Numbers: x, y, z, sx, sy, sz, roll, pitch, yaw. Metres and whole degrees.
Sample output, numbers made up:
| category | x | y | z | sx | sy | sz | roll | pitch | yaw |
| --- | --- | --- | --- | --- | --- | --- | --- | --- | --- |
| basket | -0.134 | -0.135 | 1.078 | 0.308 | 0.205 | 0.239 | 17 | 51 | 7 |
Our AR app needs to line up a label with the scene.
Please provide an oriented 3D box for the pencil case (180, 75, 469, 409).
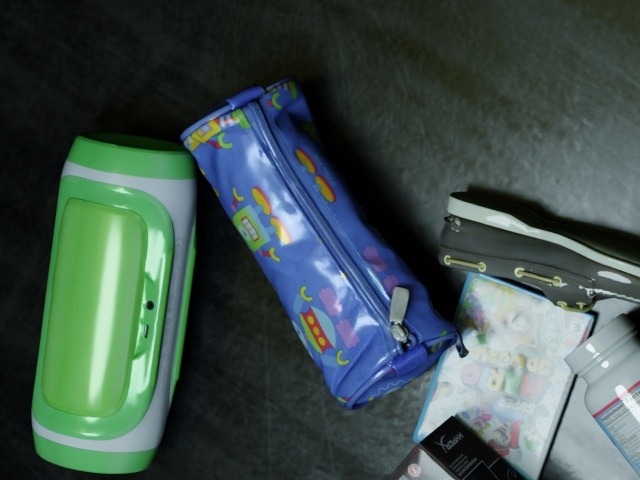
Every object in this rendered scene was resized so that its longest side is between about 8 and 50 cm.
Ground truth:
| category | x | y | z | sx | sy | sz | roll | pitch | yaw |
| --- | --- | --- | --- | --- | --- | --- | --- | --- | --- |
| pencil case | 0.000 | 0.000 | 1.742 | 0.119 | 0.133 | 0.306 | -30 | 83 | -18 |

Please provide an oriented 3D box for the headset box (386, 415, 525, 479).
| category | x | y | z | sx | sy | sz | roll | pitch | yaw |
| --- | --- | --- | --- | --- | --- | --- | --- | --- | --- |
| headset box | 0.145 | 0.334 | 1.729 | 0.293 | 0.110 | 0.218 | 42 | 110 | 9 |

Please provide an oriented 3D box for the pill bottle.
| category | x | y | z | sx | sy | sz | roll | pitch | yaw |
| --- | --- | --- | --- | --- | --- | --- | --- | --- | --- |
| pill bottle | 0.280 | 0.143 | 1.682 | 0.087 | 0.087 | 0.160 | -40 | 81 | 18 |

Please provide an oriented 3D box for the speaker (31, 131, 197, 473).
| category | x | y | z | sx | sy | sz | roll | pitch | yaw |
| --- | --- | --- | --- | --- | --- | --- | --- | --- | --- |
| speaker | -0.188 | 0.055 | 1.820 | 0.131 | 0.131 | 0.297 | 11 | 99 | 18 |

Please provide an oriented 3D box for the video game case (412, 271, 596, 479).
| category | x | y | z | sx | sy | sz | roll | pitch | yaw |
| --- | --- | --- | --- | --- | --- | --- | --- | --- | --- |
| video game case | 0.161 | 0.122 | 1.760 | 0.119 | 0.015 | 0.166 | 21 | 102 | 16 |

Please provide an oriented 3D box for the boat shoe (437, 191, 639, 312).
| category | x | y | z | sx | sy | sz | roll | pitch | yaw |
| --- | --- | --- | --- | --- | --- | --- | --- | --- | --- |
| boat shoe | 0.208 | 0.022 | 1.703 | 0.227 | 0.081 | 0.069 | 20 | 104 | 24 |
